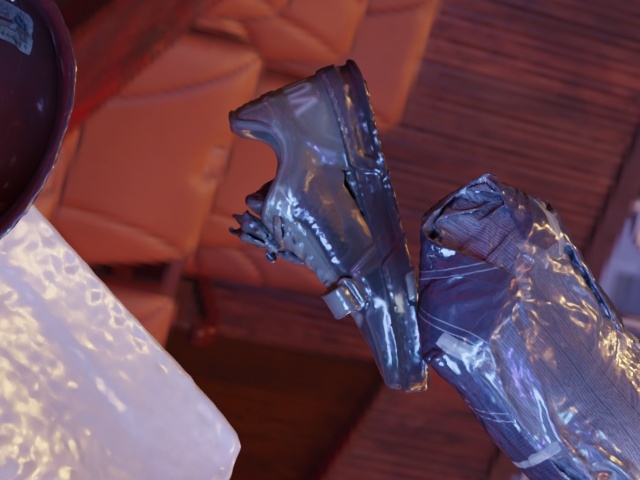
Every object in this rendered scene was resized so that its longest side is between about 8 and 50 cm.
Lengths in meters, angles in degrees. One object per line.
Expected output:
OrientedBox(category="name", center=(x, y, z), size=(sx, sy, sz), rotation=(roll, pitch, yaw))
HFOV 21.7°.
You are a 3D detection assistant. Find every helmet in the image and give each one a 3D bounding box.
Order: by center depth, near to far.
OrientedBox(category="helmet", center=(-0.194, -0.050, 0.842), size=(0.106, 0.155, 0.175), rotation=(91, -1, -70))

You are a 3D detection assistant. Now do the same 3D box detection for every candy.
OrientedBox(category="candy", center=(-0.233, 0.105, 1.128), size=(0.145, 0.359, 0.208), rotation=(-25, -155, 38))

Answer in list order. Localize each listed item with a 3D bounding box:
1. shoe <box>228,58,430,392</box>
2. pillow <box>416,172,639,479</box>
OrientedBox(category="shoe", center=(-0.001, 0.000, 1.440), size=(0.109, 0.149, 0.293), rotation=(135, -58, -88))
OrientedBox(category="pillow", center=(0.186, 0.102, 1.266), size=(0.161, 0.335, 0.092), rotation=(-51, -160, -27))
